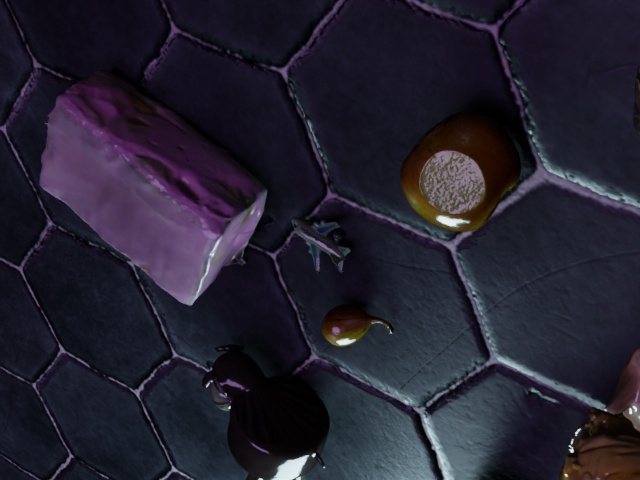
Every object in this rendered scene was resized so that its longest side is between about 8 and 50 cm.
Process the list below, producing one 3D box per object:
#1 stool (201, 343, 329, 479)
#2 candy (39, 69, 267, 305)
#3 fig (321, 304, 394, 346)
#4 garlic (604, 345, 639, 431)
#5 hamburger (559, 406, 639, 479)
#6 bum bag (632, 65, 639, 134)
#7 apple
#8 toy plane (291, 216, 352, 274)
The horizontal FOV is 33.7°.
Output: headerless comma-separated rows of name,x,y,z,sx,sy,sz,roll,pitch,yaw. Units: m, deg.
stool,-0.077,0.230,1.350,0.217,0.125,0.121,41,138,20
candy,-0.199,-0.066,1.245,0.265,0.116,0.155,39,138,12
fig,0.043,0.098,1.222,0.083,0.050,0.050,-3,119,19
garlic,0.409,0.107,0.828,0.313,0.249,0.286,25,151,43
hamburger,0.348,0.313,1.039,0.318,0.158,0.319,33,144,29
bum bag,0.364,-0.107,0.811,0.248,0.069,0.102,-3,117,39
apple,0.135,-0.065,0.999,0.102,0.099,0.114,43,111,-3
toy plane,0.002,-0.001,1.191,0.083,0.033,0.080,40,137,18
